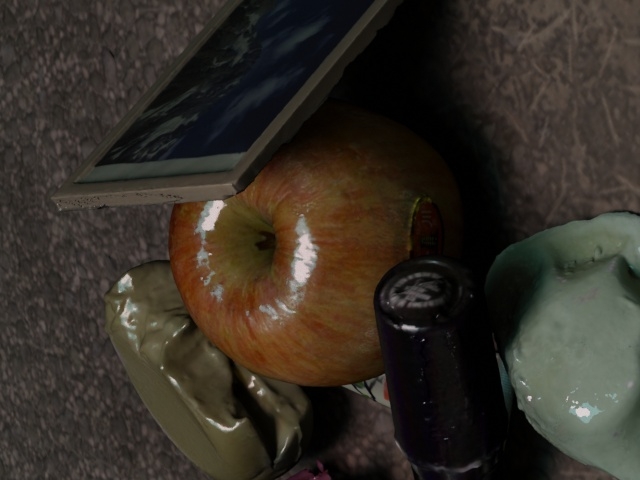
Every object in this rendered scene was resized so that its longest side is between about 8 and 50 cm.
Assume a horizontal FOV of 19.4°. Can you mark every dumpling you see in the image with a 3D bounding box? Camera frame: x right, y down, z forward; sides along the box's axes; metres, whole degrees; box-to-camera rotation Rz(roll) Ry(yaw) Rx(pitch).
[{"bbox_3d":[0.186,0.075,1.225,0.219,0.108,0.153,44,130,26],"label":"dumpling"}]

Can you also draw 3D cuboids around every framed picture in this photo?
[{"bbox_3d":[-0.046,-0.119,1.315,0.209,0.281,0.019,-4,130,46],"label":"framed picture"}]

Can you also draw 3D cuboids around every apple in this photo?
[{"bbox_3d":[0.000,0.000,1.334,0.211,0.188,0.211,2,93,41],"label":"apple"}]

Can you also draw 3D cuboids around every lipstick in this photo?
[{"bbox_3d":[0.092,0.137,1.296,0.081,0.081,0.300,30,145,38],"label":"lipstick"}]

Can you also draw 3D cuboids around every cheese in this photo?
[{"bbox_3d":[-0.082,0.117,1.497,0.202,0.091,0.175,41,157,36],"label":"cheese"}]

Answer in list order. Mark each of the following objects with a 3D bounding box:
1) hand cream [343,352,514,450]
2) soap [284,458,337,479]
[{"bbox_3d":[0.048,0.094,1.427,0.234,0.050,0.080,18,108,36],"label":"hand cream"},{"bbox_3d":[-0.057,0.256,1.491,0.250,0.162,0.099,-35,76,47],"label":"soap"}]
